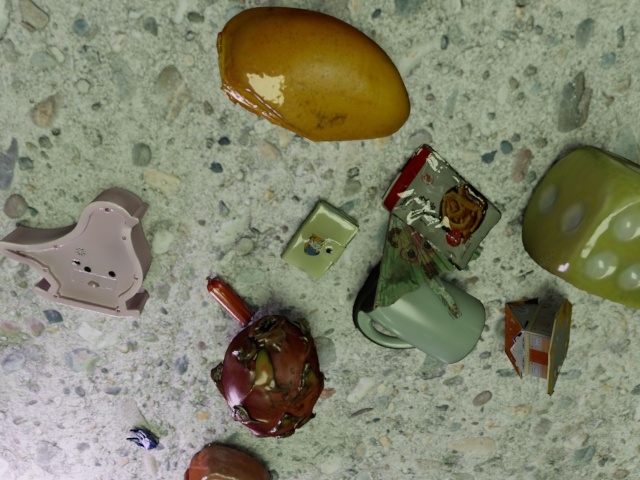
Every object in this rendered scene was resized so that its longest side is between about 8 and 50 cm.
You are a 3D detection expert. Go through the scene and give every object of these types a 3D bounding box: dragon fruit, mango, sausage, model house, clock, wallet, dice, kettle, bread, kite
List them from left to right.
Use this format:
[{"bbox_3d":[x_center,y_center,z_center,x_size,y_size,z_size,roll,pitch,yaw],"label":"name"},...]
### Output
[{"bbox_3d":[-0.502,0.012,1.023,0.291,0.080,0.275,12,117,-8],"label":"clock"},{"bbox_3d":[-0.210,0.134,1.109,0.048,0.050,0.145,-6,130,52],"label":"sausage"},{"bbox_3d":[-0.243,0.670,1.359,0.244,0.123,0.190,24,114,-14],"label":"bread"},{"bbox_3d":[-0.113,0.301,1.103,0.251,0.250,0.315,-19,135,10],"label":"dragon fruit"},{"bbox_3d":[-0.003,-0.261,0.821,0.350,0.201,0.199,10,145,-15],"label":"mango"},{"bbox_3d":[0.000,0.000,1.042,0.110,0.039,0.155,32,113,-13],"label":"wallet"},{"bbox_3d":[0.191,0.159,1.064,0.237,0.161,0.221,30,124,-14],"label":"kettle"},{"bbox_3d":[0.212,0.037,0.994,0.323,0.013,0.267,-21,80,-29],"label":"kite"},{"bbox_3d":[0.474,0.213,1.112,0.136,0.207,0.219,10,127,37],"label":"model house"},{"bbox_3d":[0.548,-0.027,0.920,0.238,0.233,0.226,18,116,-10],"label":"dice"}]

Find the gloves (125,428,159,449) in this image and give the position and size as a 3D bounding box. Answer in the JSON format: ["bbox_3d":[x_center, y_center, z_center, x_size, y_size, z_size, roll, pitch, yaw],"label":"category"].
[{"bbox_3d":[-0.486,0.543,1.341,0.064,0.026,0.086,-38,113,21],"label":"gloves"}]

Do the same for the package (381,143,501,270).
[{"bbox_3d":[0.246,-0.063,0.992,0.239,0.030,0.154,38,86,-13],"label":"package"}]
